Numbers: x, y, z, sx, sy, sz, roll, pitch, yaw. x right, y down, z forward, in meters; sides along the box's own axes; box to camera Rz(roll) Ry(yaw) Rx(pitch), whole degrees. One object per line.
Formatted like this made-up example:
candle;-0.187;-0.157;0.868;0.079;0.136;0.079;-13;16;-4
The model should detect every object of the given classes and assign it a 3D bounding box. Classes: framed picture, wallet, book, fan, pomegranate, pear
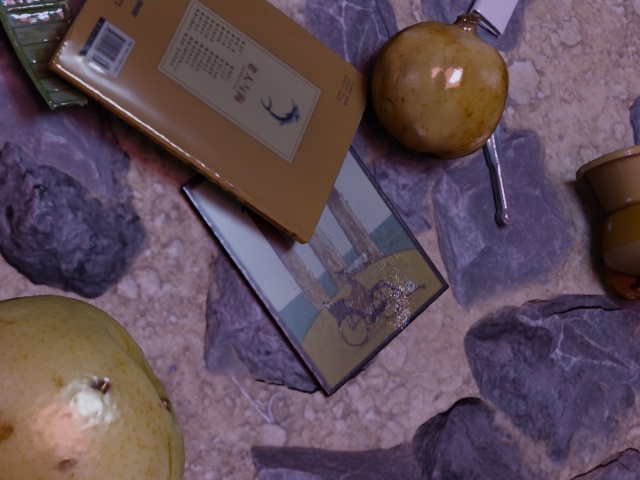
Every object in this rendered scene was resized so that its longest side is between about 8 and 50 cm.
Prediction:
framed picture;0.000;0.000;1.631;0.244;0.013;0.324;-40;100;-30
wallet;0.261;-0.360;1.844;0.061;0.025;0.122;34;65;-16
book;-0.119;-0.203;1.566;0.389;0.032;0.269;36;58;-22
fan;0.243;-0.159;1.792;0.057;0.023;0.282;-4;81;-38
pomegranate;0.161;-0.209;1.667;0.196;0.196;0.196;6;76;-27
pear;-0.289;0.211;1.273;0.309;0.309;0.309;6;76;-27

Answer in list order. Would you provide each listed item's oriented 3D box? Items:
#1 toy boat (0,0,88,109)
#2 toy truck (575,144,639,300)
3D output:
toy boat;-0.340;-0.287;1.484;0.093;0.055;0.293;-14;86;-31
toy truck;0.516;-0.031;1.808;0.288;0.204;0.212;-5;79;-28
